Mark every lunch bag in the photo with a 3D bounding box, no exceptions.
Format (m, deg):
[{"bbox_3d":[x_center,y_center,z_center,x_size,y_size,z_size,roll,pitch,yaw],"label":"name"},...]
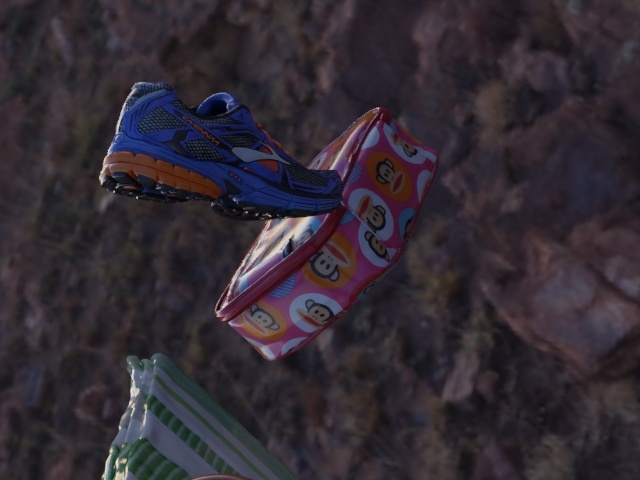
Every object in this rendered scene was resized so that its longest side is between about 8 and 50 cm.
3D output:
[{"bbox_3d":[0.000,0.000,1.656,0.258,0.120,0.293,-40,15,40],"label":"lunch bag"}]

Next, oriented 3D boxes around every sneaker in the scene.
[{"bbox_3d":[-0.061,-0.064,1.047,0.083,0.221,0.087,0,82,41],"label":"sneaker"}]

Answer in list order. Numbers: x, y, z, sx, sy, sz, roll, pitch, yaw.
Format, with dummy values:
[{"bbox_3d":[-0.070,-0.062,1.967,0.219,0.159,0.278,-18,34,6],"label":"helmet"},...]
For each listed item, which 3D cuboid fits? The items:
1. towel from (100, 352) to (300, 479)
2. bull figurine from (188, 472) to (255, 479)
[{"bbox_3d":[-0.046,0.197,0.925,0.038,0.248,0.325,-45,10,5],"label":"towel"},{"bbox_3d":[0.014,0.246,0.591,0.188,0.101,0.310,-45,73,-3],"label":"bull figurine"}]
